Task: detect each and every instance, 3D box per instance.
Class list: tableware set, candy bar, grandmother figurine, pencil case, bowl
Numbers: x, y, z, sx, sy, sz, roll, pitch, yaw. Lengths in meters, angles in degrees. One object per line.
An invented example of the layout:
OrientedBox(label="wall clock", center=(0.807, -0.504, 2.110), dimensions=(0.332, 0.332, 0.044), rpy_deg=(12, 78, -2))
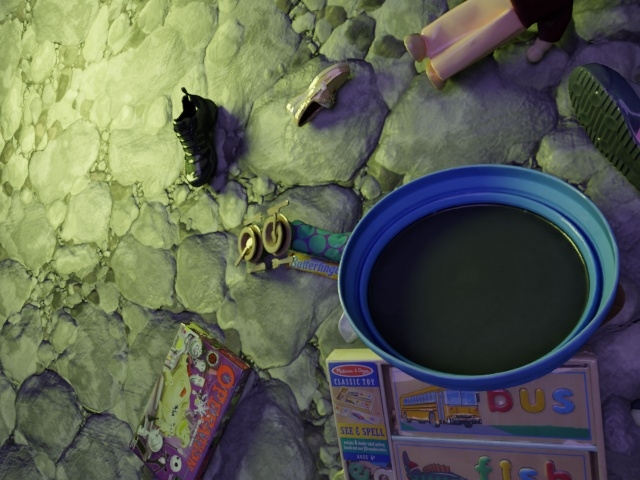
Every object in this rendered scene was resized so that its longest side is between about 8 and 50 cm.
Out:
OrientedBox(label="tableware set", center=(-0.129, -0.001, 0.973), dimensions=(0.194, 0.039, 0.128), rpy_deg=(-17, 75, 50))
OrientedBox(label="candy bar", center=(-0.002, 0.057, 0.953), dimensions=(0.161, 0.018, 0.040), rpy_deg=(13, 90, 27))
OrientedBox(label="grandmother figurine", center=(0.320, -0.377, 0.739), dimensions=(0.342, 0.207, 0.104), rpy_deg=(-25, 46, 39))
OrientedBox(label="pencil case", center=(0.000, 0.000, 0.931), dimensions=(0.151, 0.064, 0.070), rpy_deg=(15, 70, 27))
OrientedBox(label="bowl", center=(0.221, 0.042, 0.694), dimensions=(0.390, 0.077, 0.391), rpy_deg=(-15, 44, 15))

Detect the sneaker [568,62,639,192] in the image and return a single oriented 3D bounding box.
OrientedBox(label="sneaker", center=(0.511, -0.157, 0.674), dimensions=(0.131, 0.112, 0.319), rpy_deg=(-32, 73, 3))

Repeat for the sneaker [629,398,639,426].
OrientedBox(label="sneaker", center=(0.574, 0.145, 0.593), dimensions=(0.349, 0.131, 0.148), rpy_deg=(-23, 67, 18))

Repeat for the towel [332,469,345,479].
OrientedBox(label="towel", center=(0.099, 0.470, 0.851), dimensions=(0.148, 0.027, 0.110), rpy_deg=(-32, 71, 22))

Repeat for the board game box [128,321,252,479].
OrientedBox(label="board game box", center=(-0.309, 0.393, 1.063), dimensions=(0.208, 0.056, 0.347), rpy_deg=(27, 97, 23))

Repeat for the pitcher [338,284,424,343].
OrientedBox(label="pitcher", center=(0.151, 0.103, 0.820), dimensions=(0.207, 0.125, 0.178), rpy_deg=(-5, 60, 30))

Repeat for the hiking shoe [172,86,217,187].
OrientedBox(label="hiking shoe", center=(-0.314, -0.243, 1.093), dimensions=(0.086, 0.114, 0.227), rpy_deg=(-3, 83, 28))

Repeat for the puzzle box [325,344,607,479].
OrientedBox(label="puzzle box", center=(0.222, 0.307, 0.733), dimensions=(0.408, 0.052, 0.272), rpy_deg=(-7, 96, 21))

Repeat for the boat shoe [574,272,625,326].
OrientedBox(label="boat shoe", center=(0.339, 0.139, 0.739), dimensions=(0.285, 0.089, 0.105), rpy_deg=(-36, 93, 22))

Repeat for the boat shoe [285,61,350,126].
OrientedBox(label="boat shoe", center=(0.003, -0.304, 0.969), dimensions=(0.170, 0.063, 0.059), rpy_deg=(-34, 73, 30))
